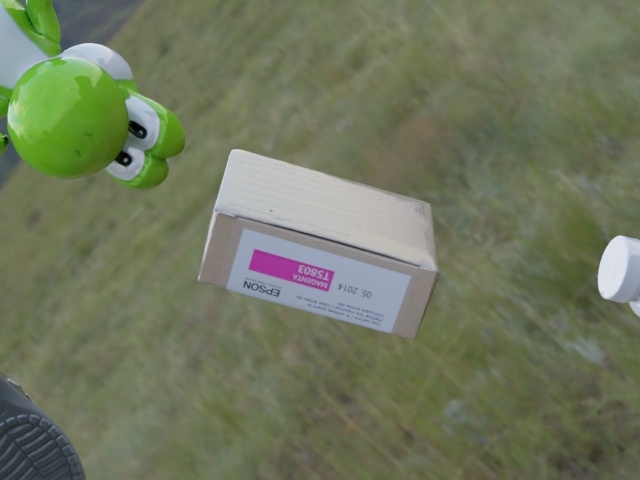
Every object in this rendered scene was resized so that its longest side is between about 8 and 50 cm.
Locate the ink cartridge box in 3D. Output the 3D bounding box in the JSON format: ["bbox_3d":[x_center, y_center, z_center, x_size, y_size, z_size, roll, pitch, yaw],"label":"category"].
[{"bbox_3d":[0.000,0.000,1.522,0.193,0.234,0.088,-82,9,-67],"label":"ink cartridge box"}]

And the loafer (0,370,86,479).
[{"bbox_3d":[-0.323,0.175,1.451,0.094,0.251,0.087,-34,21,-6],"label":"loafer"}]

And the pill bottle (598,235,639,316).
[{"bbox_3d":[0.484,0.059,1.937,0.117,0.208,0.117,-167,90,-78],"label":"pill bottle"}]

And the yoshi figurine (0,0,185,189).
[{"bbox_3d":[-0.298,-0.168,1.364,0.203,0.362,0.203,-50,-13,-40],"label":"yoshi figurine"}]
